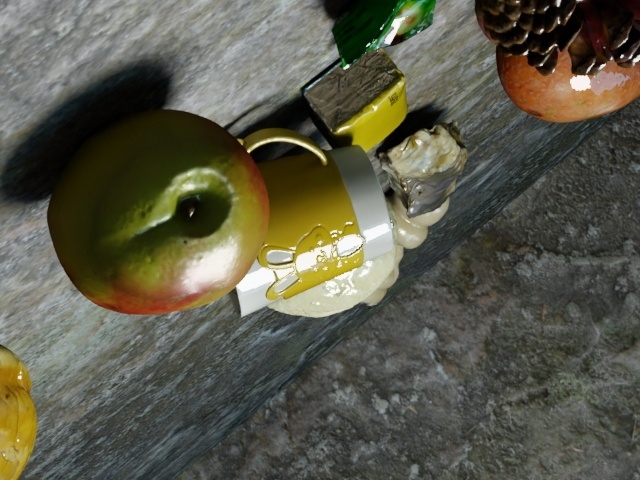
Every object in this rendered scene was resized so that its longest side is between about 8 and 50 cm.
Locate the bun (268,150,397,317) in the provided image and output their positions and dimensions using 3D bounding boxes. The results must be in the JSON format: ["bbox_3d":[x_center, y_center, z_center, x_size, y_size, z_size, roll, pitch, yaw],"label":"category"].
[{"bbox_3d":[0.000,0.000,2.144,0.244,0.244,0.153,-37,145,-6],"label":"bun"}]

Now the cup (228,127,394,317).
[{"bbox_3d":[-0.039,-0.041,1.953,0.226,0.185,0.241,-17,131,-9],"label":"cup"}]

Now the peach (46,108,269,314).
[{"bbox_3d":[-0.167,-0.025,1.611,0.231,0.231,0.231,-37,169,-8],"label":"peach"}]

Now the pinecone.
[{"bbox_3d":[0.319,-0.301,1.814,0.292,0.246,0.246,6,145,-27],"label":"pinecone"}]

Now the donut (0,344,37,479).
[{"bbox_3d":[-0.502,0.254,1.722,0.449,0.198,0.449,-34,168,-8],"label":"donut"}]

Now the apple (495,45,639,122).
[{"bbox_3d":[0.361,-0.278,2.216,0.253,0.253,0.253,-37,169,-8],"label":"apple"}]

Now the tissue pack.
[{"bbox_3d":[0.050,-0.176,2.021,0.120,0.082,0.169,-38,169,-3],"label":"tissue pack"}]

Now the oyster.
[{"bbox_3d":[0.167,-0.117,2.556,0.166,0.110,0.341,-34,169,-15],"label":"oyster"}]

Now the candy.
[{"bbox_3d":[0.074,-0.258,1.799,0.141,0.078,0.203,-27,-179,2],"label":"candy"}]

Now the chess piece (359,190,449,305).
[{"bbox_3d":[0.130,-0.016,2.815,0.261,0.143,0.143,-48,166,26],"label":"chess piece"}]

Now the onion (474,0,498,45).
[{"bbox_3d":[0.268,-0.333,1.986,0.184,0.147,0.184,-26,-152,15],"label":"onion"}]
